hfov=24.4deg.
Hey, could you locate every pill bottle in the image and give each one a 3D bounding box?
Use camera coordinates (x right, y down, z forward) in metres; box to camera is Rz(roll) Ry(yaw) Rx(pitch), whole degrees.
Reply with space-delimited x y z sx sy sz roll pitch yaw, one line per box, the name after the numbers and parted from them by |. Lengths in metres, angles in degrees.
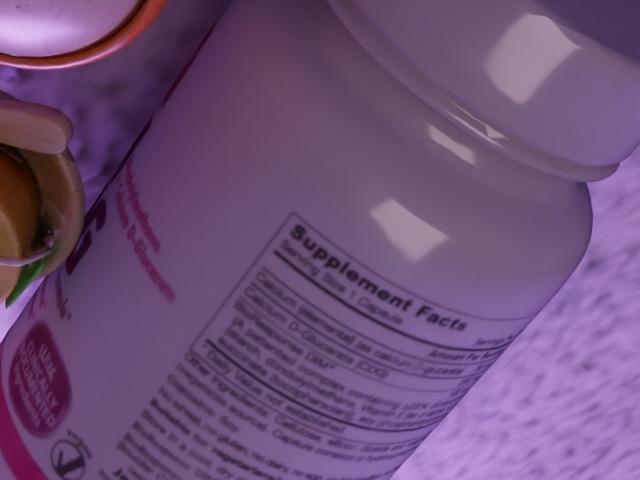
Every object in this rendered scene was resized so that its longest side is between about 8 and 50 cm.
0.000 0.000 0.566 0.160 0.160 0.283 22 121 -29 | pill bottle

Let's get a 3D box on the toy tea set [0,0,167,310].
-0.161 -0.054 0.468 0.200 0.124 0.336 25 123 -2 | toy tea set
